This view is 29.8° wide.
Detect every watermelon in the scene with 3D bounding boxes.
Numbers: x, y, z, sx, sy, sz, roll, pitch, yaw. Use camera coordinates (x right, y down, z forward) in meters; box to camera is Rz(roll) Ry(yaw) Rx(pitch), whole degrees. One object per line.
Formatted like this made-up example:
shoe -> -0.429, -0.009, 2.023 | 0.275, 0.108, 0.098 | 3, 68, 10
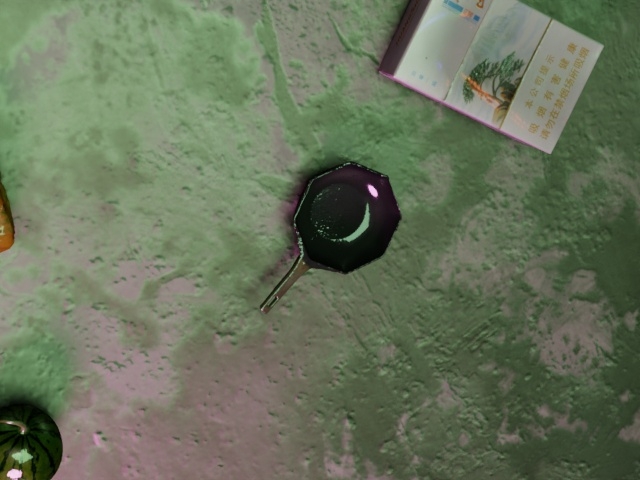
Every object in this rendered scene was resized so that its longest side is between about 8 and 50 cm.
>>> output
watermelon -> -0.334, 0.230, 1.344 | 0.109, 0.109, 0.109 | -4, 104, -17

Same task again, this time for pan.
pan -> -0.006, -0.014, 1.426 | 0.202, 0.048, 0.128 | -24, 108, -13

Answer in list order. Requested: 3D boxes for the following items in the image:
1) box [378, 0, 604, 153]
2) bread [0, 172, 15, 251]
box -> 0.204, -0.218, 1.439 | 0.233, 0.067, 0.149 | 23, 94, -21
bread -> -0.461, -0.011, 1.260 | 0.271, 0.077, 0.139 | -16, 107, -14
